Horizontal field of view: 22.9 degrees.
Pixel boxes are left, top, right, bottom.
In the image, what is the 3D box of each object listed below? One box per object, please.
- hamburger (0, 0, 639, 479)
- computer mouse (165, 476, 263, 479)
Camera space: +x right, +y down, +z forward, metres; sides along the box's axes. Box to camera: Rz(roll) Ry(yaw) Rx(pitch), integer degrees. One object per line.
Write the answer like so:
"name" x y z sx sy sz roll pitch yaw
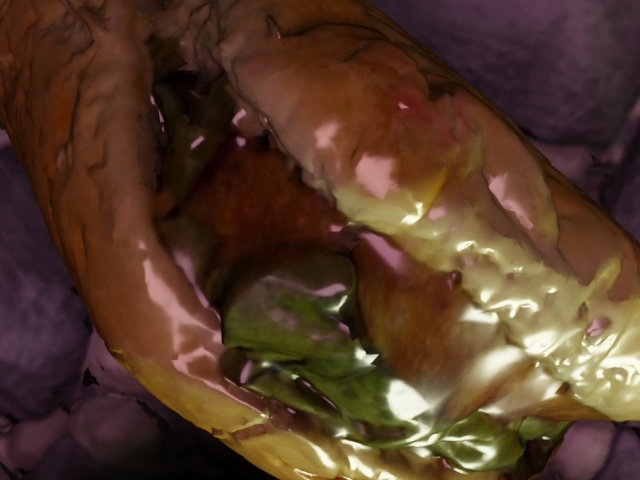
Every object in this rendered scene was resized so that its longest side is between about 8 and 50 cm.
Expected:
"hamburger" 0.002 -0.001 0.595 0.330 0.209 0.162 42 99 -17
"computer mouse" 0.019 0.193 0.688 0.323 0.116 0.183 8 125 -17
